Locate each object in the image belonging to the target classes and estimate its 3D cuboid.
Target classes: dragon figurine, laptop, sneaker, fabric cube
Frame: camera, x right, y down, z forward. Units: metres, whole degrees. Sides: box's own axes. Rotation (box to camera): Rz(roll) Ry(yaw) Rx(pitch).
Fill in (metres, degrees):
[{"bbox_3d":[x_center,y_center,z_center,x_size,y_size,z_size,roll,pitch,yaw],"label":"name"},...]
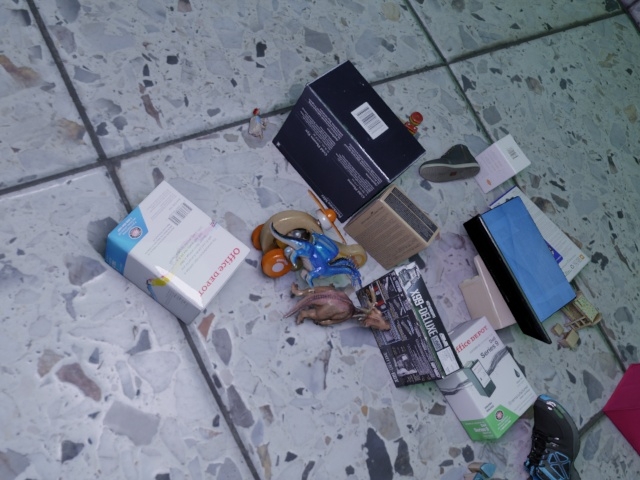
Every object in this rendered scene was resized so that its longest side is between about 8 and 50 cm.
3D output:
[{"bbox_3d":[-0.011,0.025,1.381,0.144,0.085,0.289,-40,110,-7],"label":"dragon figurine"},{"bbox_3d":[0.618,0.059,1.590,0.236,0.408,0.382,-29,84,5],"label":"laptop"},{"bbox_3d":[0.661,0.614,1.562,0.139,0.125,0.341,-18,101,-18],"label":"sneaker"},{"bbox_3d":[0.432,-0.271,1.881,0.222,0.083,0.118,-3,52,-16],"label":"sneaker"},{"bbox_3d":[1.152,0.562,1.770,0.259,0.254,0.258,-37,87,-30],"label":"fabric cube"}]

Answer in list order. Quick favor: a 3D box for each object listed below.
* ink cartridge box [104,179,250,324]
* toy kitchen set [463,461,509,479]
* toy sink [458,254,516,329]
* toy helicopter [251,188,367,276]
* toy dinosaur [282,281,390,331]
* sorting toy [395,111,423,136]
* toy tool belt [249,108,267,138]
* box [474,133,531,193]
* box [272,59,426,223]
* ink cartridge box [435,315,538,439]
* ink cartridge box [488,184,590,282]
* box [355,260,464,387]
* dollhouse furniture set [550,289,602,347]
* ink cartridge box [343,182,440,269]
[{"bbox_3d":[-0.353,0.038,1.335,0.270,0.197,0.198,40,60,-5],"label":"ink cartridge box"},{"bbox_3d":[0.461,0.730,1.475,0.166,0.122,0.207,46,60,-2],"label":"toy kitchen set"},{"bbox_3d":[0.547,0.159,1.726,0.152,0.131,0.234,-13,78,-27],"label":"toy sink"},{"bbox_3d":[0.000,0.000,1.509,0.355,0.235,0.140,18,30,-36],"label":"toy helicopter"},{"bbox_3d":[0.044,0.170,1.441,0.295,0.200,0.127,12,79,-45],"label":"toy dinosaur"},{"bbox_3d":[0.260,-0.367,1.847,0.132,0.046,0.274,32,62,-9],"label":"sorting toy"},{"bbox_3d":[-0.187,-0.354,1.649,0.051,0.052,0.083,29,60,-48],"label":"toy tool belt"},{"bbox_3d":[0.617,-0.266,1.894,0.091,0.170,0.130,-31,85,-28],"label":"box"},{"bbox_3d":[0.070,-0.275,1.576,0.179,0.312,0.343,-40,90,-31],"label":"box"},{"bbox_3d":[0.466,0.403,1.601,0.211,0.121,0.289,-29,84,-30],"label":"ink cartridge box"},{"bbox_3d":[0.754,-0.013,1.900,0.175,0.069,0.371,-33,77,-30],"label":"ink cartridge box"},{"bbox_3d":[0.233,0.240,1.493,0.076,0.242,0.307,-18,78,-28],"label":"box"},{"bbox_3d":[0.833,0.241,1.836,0.182,0.101,0.161,48,60,-1],"label":"dollhouse furniture set"},{"bbox_3d":[0.204,-0.034,1.588,0.193,0.234,0.088,45,60,-4],"label":"ink cartridge box"}]
